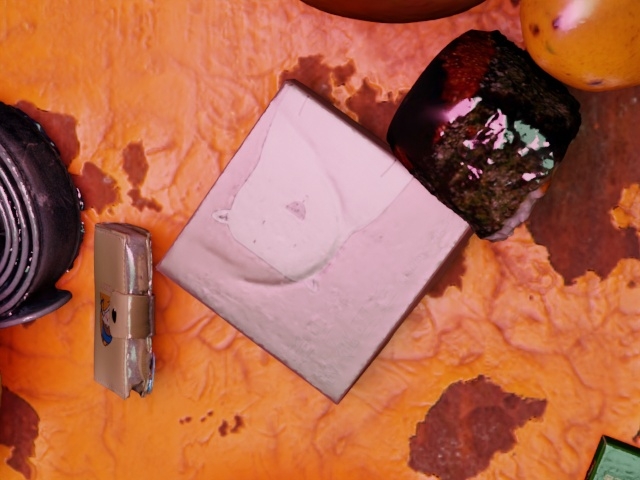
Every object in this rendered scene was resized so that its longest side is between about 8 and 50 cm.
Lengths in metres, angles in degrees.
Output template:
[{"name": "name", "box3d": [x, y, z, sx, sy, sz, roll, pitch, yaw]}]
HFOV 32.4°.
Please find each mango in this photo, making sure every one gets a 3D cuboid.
[{"name": "mango", "box3d": [0.263, -0.222, 0.878, 0.160, 0.191, 0.290, 35, 64, 29]}]

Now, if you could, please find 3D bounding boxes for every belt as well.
[{"name": "belt", "box3d": [-0.340, -0.027, 1.032, 0.267, 0.116, 0.206, 39, 108, 5]}]

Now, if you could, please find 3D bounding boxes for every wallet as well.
[{"name": "wallet", "box3d": [-0.183, 0.064, 1.033, 0.039, 0.110, 0.155, -3, 98, -28]}]

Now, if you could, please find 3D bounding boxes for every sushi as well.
[{"name": "sushi", "box3d": [0.138, -0.091, 0.904, 0.126, 0.225, 0.136, 34, 108, 5]}]

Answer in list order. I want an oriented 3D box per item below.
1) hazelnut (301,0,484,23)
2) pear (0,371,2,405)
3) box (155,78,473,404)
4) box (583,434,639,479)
[{"name": "hazelnut", "box3d": [0.060, -0.340, 0.844, 0.315, 0.372, 0.372, -1, 97, -28]}, {"name": "pear", "box3d": [-0.469, 0.099, 0.962, 0.340, 0.191, 0.386, -14, 106, 34]}, {"name": "box", "box3d": [0.000, 0.000, 1.004, 0.215, 0.086, 0.215, 36, 100, 3]}, {"name": "box", "box3d": [0.282, 0.312, 1.021, 0.132, 0.034, 0.235, 19, 98, 5]}]
